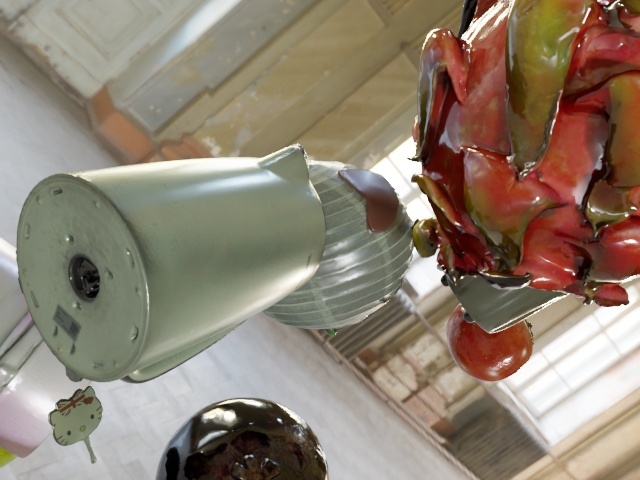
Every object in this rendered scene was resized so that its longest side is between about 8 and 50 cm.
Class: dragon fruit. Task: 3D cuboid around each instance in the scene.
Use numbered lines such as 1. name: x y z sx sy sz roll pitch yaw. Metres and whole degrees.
1. dragon fruit: 0.180 -0.081 0.427 0.307 0.228 0.243 160 -79 -66

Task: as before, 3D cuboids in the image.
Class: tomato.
1. tomato: 0.266 0.142 1.105 0.091 0.139 0.159 54 21 -40

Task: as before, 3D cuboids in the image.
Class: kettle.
1. kettle: -0.127 0.028 0.632 0.165 0.240 0.255 34 29 23

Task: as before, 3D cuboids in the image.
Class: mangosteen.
1. mangosteen: -0.133 0.425 1.148 0.297 0.313 0.296 12 37 -9

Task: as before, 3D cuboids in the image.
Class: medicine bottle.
1. medicine bottle: -0.456 0.123 0.908 0.302 0.241 0.241 39 12 -14

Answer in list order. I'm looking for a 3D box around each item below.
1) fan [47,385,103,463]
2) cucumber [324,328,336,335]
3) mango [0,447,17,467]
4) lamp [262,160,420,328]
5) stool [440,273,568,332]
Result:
1. fan: -0.232 0.183 0.663 0.056 0.004 0.083 -33 121 -46
2. cucumber: -0.013 0.135 1.514 0.184 0.033 0.036 57 7 -14
3. mango: -0.542 0.279 1.143 0.175 0.142 0.293 24 21 0
4. lamp: 0.000 0.000 0.918 0.265 0.233 0.233 9 -28 46
5. stool: 0.176 0.030 0.643 0.096 0.110 0.096 43 22 -22
